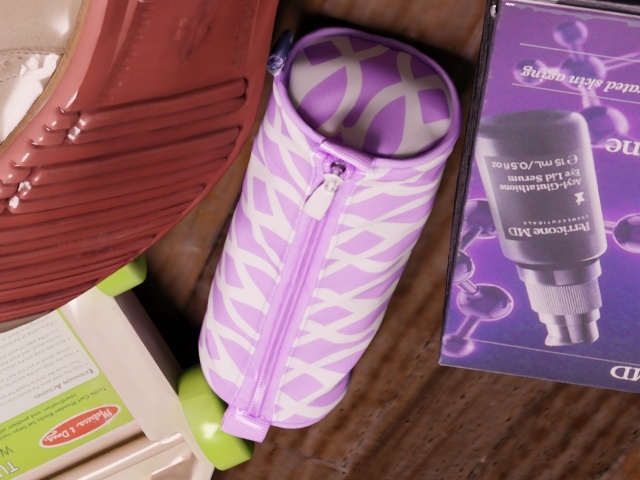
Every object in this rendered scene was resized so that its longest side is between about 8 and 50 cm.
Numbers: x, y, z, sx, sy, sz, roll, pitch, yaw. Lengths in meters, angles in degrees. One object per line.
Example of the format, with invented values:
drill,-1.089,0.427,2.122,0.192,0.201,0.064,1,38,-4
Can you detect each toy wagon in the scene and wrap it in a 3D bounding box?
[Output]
toy wagon,-0.171,0.122,0.856,0.267,0.068,0.344,-25,120,8

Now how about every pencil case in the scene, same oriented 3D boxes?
pencil case,0.000,0.000,0.748,0.086,0.088,0.206,14,138,-3

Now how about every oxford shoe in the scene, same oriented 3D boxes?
oxford shoe,-0.093,-0.093,0.655,0.130,0.123,0.348,53,129,21

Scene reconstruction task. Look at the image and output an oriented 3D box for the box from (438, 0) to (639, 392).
box,0.134,-0.041,0.660,0.153,0.108,0.207,7,137,4
